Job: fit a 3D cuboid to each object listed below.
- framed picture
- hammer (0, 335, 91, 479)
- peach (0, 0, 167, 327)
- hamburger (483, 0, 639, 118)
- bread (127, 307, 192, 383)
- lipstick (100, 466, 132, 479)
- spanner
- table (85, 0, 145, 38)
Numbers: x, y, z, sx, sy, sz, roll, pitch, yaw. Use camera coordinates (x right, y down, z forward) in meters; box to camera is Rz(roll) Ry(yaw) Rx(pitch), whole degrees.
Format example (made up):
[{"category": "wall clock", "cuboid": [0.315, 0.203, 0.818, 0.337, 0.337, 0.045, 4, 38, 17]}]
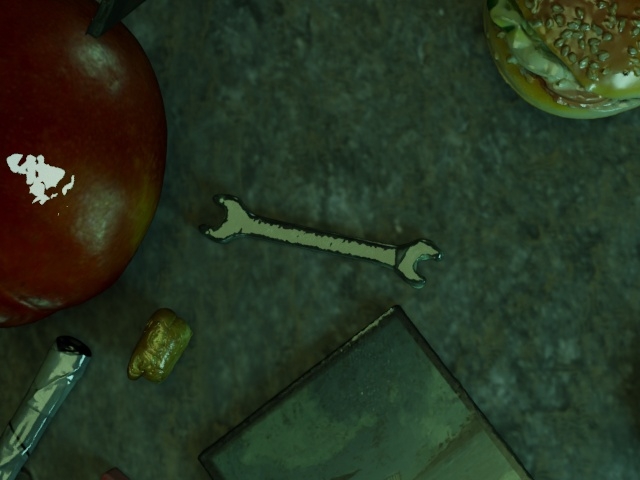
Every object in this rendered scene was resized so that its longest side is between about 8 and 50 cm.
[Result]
[{"category": "framed picture", "cuboid": [0.073, 0.270, 1.443, 0.265, 0.016, 0.347, -37, 69, 1]}, {"category": "hammer", "cuboid": [-0.350, 0.291, 1.504, 0.152, 0.044, 0.427, 32, 86, 10]}, {"category": "peach", "cuboid": [-0.319, -0.088, 1.388, 0.370, 0.370, 0.370, -1, 83, 6]}, {"category": "hamburger", "cuboid": [0.275, -0.228, 1.451, 0.236, 0.147, 0.237, 0, 82, 3]}, {"category": "bread", "cuboid": [-0.164, 0.108, 1.489, 0.046, 0.081, 0.083, 31, 119, 0]}, {"category": "lipstick", "cuboid": [-0.256, 0.380, 1.476, 0.051, 0.051, 0.312, 21, 85, 9]}, {"category": "spanner", "cuboid": [0.000, 0.000, 1.515, 0.254, 0.015, 0.054, 12, 84, 7]}, {"category": "table", "cuboid": [-0.219, -0.356, 1.343, 0.250, 0.282, 0.196, 33, 120, -1]}]
